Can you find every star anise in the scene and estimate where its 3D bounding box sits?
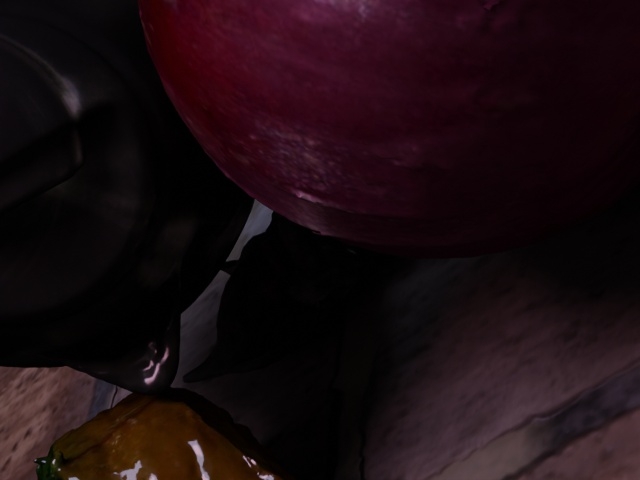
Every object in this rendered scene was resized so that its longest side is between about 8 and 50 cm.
[{"bbox_3d":[0.000,0.000,0.908,0.204,0.061,0.180,-57,9,-12],"label":"star anise"}]

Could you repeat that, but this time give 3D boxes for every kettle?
[{"bbox_3d":[-0.159,-0.079,0.816,0.228,0.320,0.324,-29,7,0],"label":"kettle"}]

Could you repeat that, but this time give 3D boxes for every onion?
[{"bbox_3d":[0.092,-0.140,0.671,0.358,0.358,0.345,-41,70,26],"label":"onion"}]

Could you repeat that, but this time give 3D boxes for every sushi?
[{"bbox_3d":[-0.081,0.143,0.770,0.140,0.149,0.287,-57,31,-1],"label":"sushi"}]
